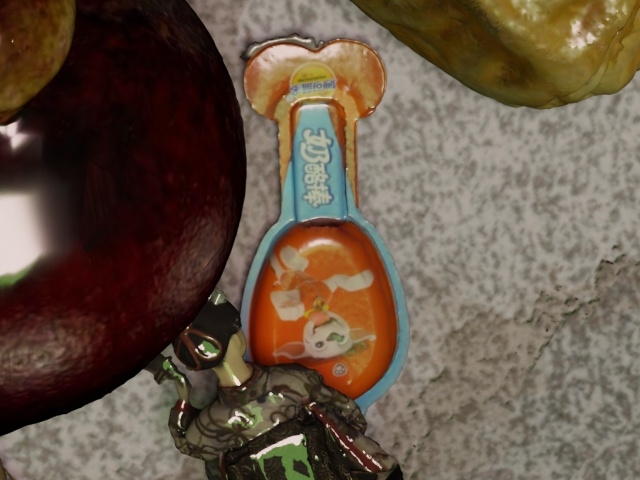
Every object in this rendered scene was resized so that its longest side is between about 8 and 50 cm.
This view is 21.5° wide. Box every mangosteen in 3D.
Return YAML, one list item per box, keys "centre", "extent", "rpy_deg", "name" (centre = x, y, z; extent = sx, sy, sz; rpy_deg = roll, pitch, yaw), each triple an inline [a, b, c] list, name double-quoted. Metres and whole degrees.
- centre: [-0.183, -0.044, 0.848]
  extent: [0.297, 0.293, 0.297]
  rpy_deg: [2, 81, -11]
  name: "mangosteen"

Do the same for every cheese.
- centre: [0.000, 0.000, 1.018]
  extent: [0.106, 0.037, 0.256]
  rpy_deg: [-5, 109, -6]
  name: "cheese"

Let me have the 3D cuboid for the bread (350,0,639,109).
- centre: [0.075, -0.177, 0.926]
  extent: [0.267, 0.130, 0.152]
  rpy_deg: [41, 136, -16]
  name: "bread"

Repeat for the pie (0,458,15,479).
- centre: [-0.266, 0.151, 1.022]
  extent: [0.128, 0.068, 0.282]
  rpy_deg: [-39, 103, 5]
  name: "pie"

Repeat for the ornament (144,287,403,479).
- centre: [-0.044, 0.107, 0.988]
  extent: [0.166, 0.153, 0.196]
  rpy_deg: [-21, 105, 3]
  name: "ornament"
